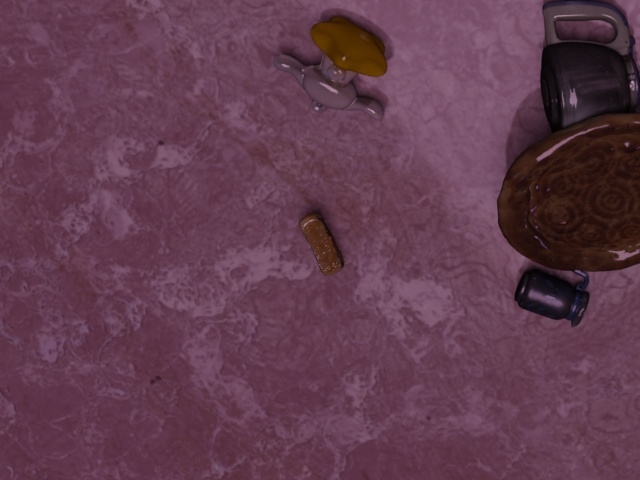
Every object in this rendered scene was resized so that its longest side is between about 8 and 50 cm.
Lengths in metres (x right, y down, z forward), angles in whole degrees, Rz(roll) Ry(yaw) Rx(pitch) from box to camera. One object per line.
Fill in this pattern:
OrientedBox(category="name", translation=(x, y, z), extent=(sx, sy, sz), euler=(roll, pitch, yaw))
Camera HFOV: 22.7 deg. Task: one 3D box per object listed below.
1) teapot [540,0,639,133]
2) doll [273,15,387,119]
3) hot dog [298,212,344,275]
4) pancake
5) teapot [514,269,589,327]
OrientedBox(category="teapot", translation=(0.300, -0.184, 1.780), extent=(0.108, 0.149, 0.111), euler=(-8, 148, -2))
OrientedBox(category="doll", translation=(0.025, -0.188, 1.831), extent=(0.113, 0.071, 0.135), euler=(-33, 107, 27))
OrientedBox(category="hot dog", translation=(0.000, 0.000, 1.921), extent=(0.030, 0.034, 0.090), euler=(-23, 125, 5))
OrientedBox(category="pancake", translation=(0.323, -0.047, 1.796), extent=(0.250, 0.031, 0.250), euler=(-5, 135, -5))
OrientedBox(category="teapot", translation=(0.277, 0.062, 1.897), extent=(0.083, 0.063, 0.049), euler=(20, 144, -2))
